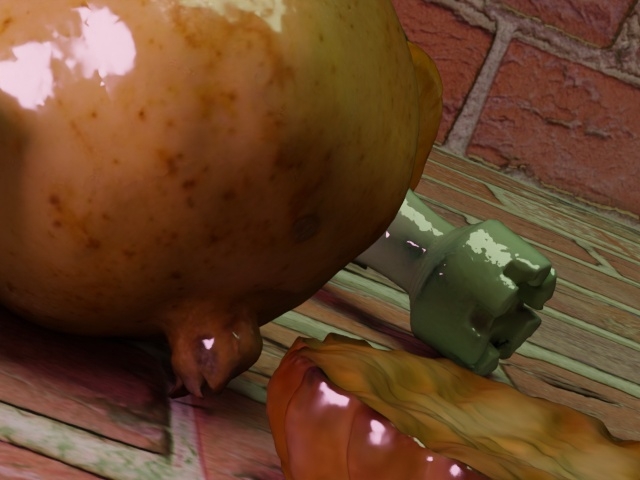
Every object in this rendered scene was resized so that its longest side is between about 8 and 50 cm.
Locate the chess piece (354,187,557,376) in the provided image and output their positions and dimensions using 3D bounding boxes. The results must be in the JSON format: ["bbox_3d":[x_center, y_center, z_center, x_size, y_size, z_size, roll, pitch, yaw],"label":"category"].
[{"bbox_3d":[0.054,-0.013,1.712,0.299,0.194,0.194,37,14,23],"label":"chess piece"}]

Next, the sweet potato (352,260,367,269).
[{"bbox_3d":[0.000,0.000,1.896,0.117,0.049,0.049,31,5,-26],"label":"sweet potato"}]

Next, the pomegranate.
[{"bbox_3d":[-0.093,-0.063,1.253,0.342,0.342,0.342,23,9,-4],"label":"pomegranate"}]

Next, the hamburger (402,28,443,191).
[{"bbox_3d":[0.003,-0.120,2.009,0.170,0.246,0.246,26,9,28],"label":"hamburger"}]

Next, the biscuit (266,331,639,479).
[{"bbox_3d":[0.115,0.151,1.093,0.325,0.107,0.326,25,6,-3],"label":"biscuit"}]
